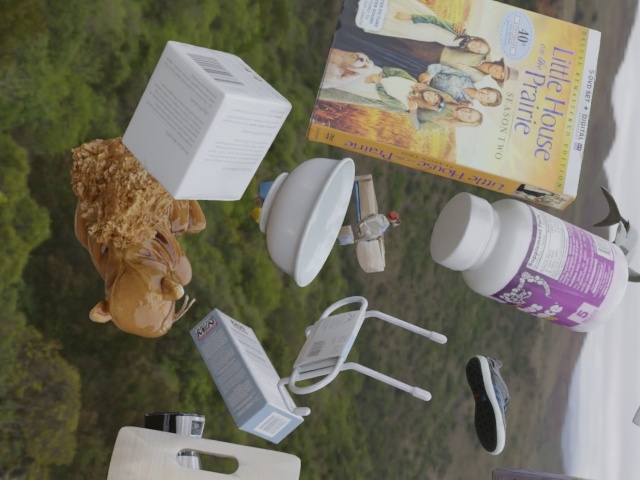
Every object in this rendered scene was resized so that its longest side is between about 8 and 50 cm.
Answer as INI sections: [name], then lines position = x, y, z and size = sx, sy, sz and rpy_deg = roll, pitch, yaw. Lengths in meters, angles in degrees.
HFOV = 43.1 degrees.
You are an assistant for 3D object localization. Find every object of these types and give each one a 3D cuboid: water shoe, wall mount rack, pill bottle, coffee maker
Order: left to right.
[coffee maker]
position = -0.324, 0.445, 1.671
size = 0.120, 0.171, 0.178
rpy_deg = 80, 8, -71
[wall mount rack]
position = 0.083, 0.240, 1.675
size = 0.130, 0.304, 0.350
rpy_deg = 66, 26, -19
[water shoe]
position = 0.357, 0.331, 1.652
size = 0.073, 0.080, 0.203
rpy_deg = -40, -131, 52
[pill bottle]
position = 0.343, 0.031, 1.355
size = 0.169, 0.301, 0.169
rpy_deg = -58, -161, 33

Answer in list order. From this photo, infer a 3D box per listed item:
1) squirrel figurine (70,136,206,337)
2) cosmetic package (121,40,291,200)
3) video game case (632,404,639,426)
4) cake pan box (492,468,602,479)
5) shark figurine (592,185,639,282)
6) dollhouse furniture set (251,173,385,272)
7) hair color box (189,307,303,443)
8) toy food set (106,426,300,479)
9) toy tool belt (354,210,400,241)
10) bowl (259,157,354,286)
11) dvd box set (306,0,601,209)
[squirrel figurine]
position = -0.396, -0.001, 1.663
size = 0.370, 0.281, 0.397
rpy_deg = -102, -178, -47
[cosmetic package]
position = -0.175, -0.178, 1.238
size = 0.151, 0.151, 0.184
rpy_deg = -3, 132, -53
[video game case]
position = 0.625, 0.247, 1.456
size = 0.183, 0.023, 0.201
rpy_deg = 29, 88, -57
[cake pan box]
position = 0.348, 0.492, 1.240
size = 0.246, 0.070, 0.267
rpy_deg = 140, -46, -70
[shark figurine]
position = 0.639, -0.010, 1.744
size = 0.278, 0.166, 0.116
rpy_deg = -53, 136, -40
[dollhouse furniture set]
position = 0.000, 0.000, 2.037
size = 0.286, 0.303, 0.198
rpy_deg = 72, 13, -54
[hair color box]
position = -0.214, 0.381, 2.304
size = 0.185, 0.113, 0.374
rpy_deg = 39, 11, -49
[toy food set]
position = -0.158, 0.364, 1.041
size = 0.092, 0.219, 0.306
rpy_deg = -84, -175, -52
[toy tool belt]
position = 0.101, -0.023, 1.489
size = 0.083, 0.052, 0.051
rpy_deg = -25, 162, -30
[bowl]
position = -0.043, -0.059, 1.762
size = 0.298, 0.134, 0.298
rpy_deg = 21, 90, -77
[dvd box set]
position = 0.216, -0.247, 1.278
size = 0.062, 0.420, 0.308
rpy_deg = 113, -7, -72
